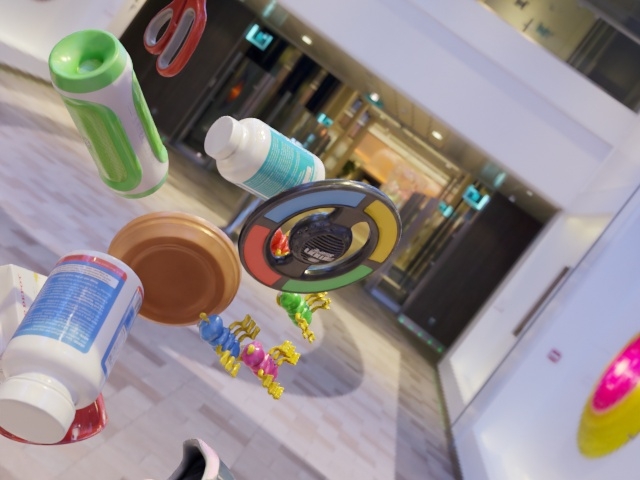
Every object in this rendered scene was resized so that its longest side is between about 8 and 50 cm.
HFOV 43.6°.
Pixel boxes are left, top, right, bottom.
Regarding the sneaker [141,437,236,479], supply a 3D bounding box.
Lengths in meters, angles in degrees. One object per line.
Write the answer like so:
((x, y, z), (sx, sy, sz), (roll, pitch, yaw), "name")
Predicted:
((-0.225, 0.381, 1.012), (0.319, 0.112, 0.131), (-43, 114, -52), "sneaker")

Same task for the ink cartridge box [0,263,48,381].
((-0.596, 0.162, 1.520), (0.233, 0.168, 0.171), (61, 15, -75), "ink cartridge box")

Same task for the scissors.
((-0.141, -0.351, 1.036), (0.021, 0.297, 0.109), (23, 16, -45), "scissors")

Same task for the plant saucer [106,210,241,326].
((-0.216, 0.051, 1.172), (0.200, 0.200, 0.037), (35, 24, -21), "plant saucer")

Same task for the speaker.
((-0.337, -0.196, 1.307), (0.131, 0.131, 0.296), (39, -22, 26), "speaker")

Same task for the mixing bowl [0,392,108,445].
((-0.429, 0.242, 1.286), (0.181, 0.098, 0.181), (9, 12, -2), "mixing bowl")

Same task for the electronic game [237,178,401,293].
((0.000, 0.000, 1.107), (0.229, 0.229, 0.048), (32, 33, -42), "electronic game")

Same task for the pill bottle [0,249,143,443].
((-0.311, 0.128, 0.982), (0.124, 0.124, 0.221), (35, 43, -18), "pill bottle")

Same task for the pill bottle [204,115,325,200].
((-0.124, -0.171, 1.744), (0.264, 0.146, 0.146), (28, 9, -42), "pill bottle")

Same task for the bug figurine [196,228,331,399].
((-0.085, 0.110, 1.235), (0.072, 0.279, 0.216), (1, -45, 34), "bug figurine")
